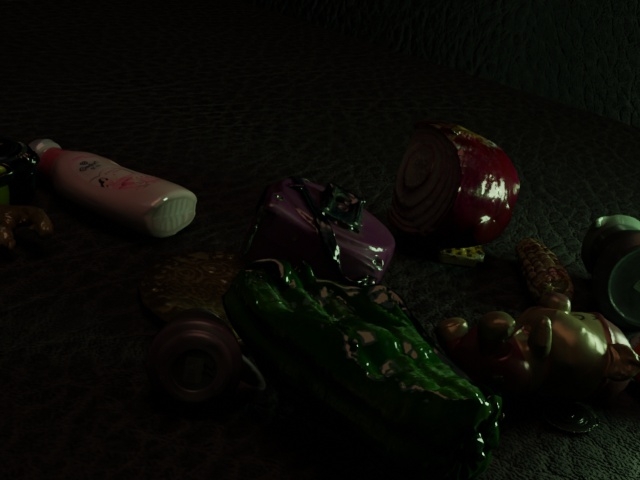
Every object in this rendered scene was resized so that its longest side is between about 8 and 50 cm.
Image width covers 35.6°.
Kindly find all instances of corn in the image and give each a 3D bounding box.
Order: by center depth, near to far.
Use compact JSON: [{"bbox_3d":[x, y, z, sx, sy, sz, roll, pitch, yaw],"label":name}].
[{"bbox_3d":[0.387,0.054,1.751,0.079,0.080,0.237,9,17,-3],"label":"corn"}]

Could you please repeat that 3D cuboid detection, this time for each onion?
[{"bbox_3d":[0.264,-0.091,1.809,0.207,0.216,0.206,2,23,-38],"label":"onion"}]

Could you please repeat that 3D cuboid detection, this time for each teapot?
[{"bbox_3d":[-0.141,0.140,1.261,0.148,0.116,0.146,3,13,-6],"label":"teapot"},{"bbox_3d":[0.549,0.055,1.725,0.203,0.171,0.225,41,14,-8],"label":"teapot"}]

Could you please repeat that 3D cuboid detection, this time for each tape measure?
[{"bbox_3d":[0.000,0.000,1.551,0.231,0.149,0.245,24,18,-10],"label":"tape measure"},{"bbox_3d":[-0.567,-0.104,1.660,0.186,0.112,0.199,8,27,14],"label":"tape measure"}]

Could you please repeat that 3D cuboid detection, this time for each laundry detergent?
[{"bbox_3d":[-0.383,-0.099,1.752,0.335,0.088,0.159,22,21,27],"label":"laundry detergent"}]

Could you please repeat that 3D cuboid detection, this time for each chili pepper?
[{"bbox_3d":[0.046,0.162,1.205,0.385,0.168,0.213,37,19,35],"label":"chili pepper"}]

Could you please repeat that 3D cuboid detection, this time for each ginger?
[{"bbox_3d":[-0.545,-0.007,1.507,0.258,0.065,0.149,-17,22,-38],"label":"ginger"}]

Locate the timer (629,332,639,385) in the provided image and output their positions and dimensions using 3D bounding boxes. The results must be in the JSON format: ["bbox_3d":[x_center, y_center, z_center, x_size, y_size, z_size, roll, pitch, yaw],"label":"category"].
[{"bbox_3d":[0.519,0.186,1.449,0.136,0.099,0.136,-3,21,1],"label":"timer"}]

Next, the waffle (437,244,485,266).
[{"bbox_3d":[0.259,0.013,1.850,0.092,0.021,0.135,10,22,-1],"label":"waffle"}]

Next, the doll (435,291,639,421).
[{"bbox_3d":[0.299,0.150,1.367,0.255,0.152,0.196,2,24,-20],"label":"doll"}]

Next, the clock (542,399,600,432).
[{"bbox_3d":[0.339,0.240,1.356,0.074,0.010,0.083,26,27,34],"label":"clock"}]

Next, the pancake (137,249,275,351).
[{"bbox_3d":[-0.134,0.085,1.498,0.288,0.033,0.286,26,25,33],"label":"pancake"}]
